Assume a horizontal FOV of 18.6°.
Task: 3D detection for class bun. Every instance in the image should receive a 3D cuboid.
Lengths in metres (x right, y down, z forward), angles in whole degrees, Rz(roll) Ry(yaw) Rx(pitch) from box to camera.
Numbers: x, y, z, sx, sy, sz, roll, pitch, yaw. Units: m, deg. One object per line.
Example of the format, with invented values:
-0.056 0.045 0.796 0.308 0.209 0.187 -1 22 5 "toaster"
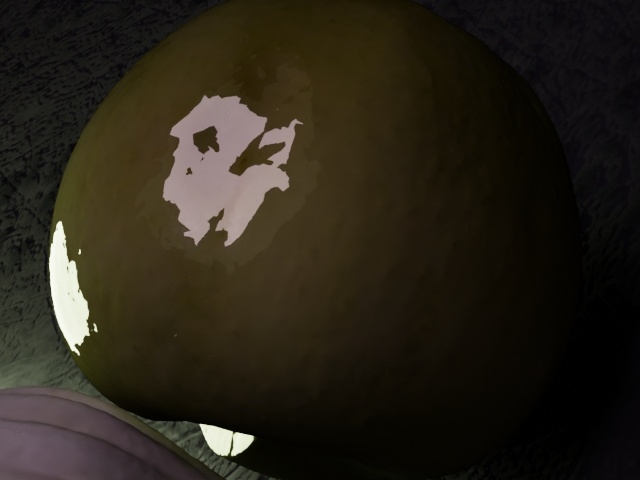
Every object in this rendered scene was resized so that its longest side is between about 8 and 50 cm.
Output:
-0.103 0.200 1.070 0.175 0.263 0.263 -7 39 4 "bun"

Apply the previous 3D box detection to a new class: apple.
0.000 0.000 1.076 0.292 0.292 0.254 2 70 53 "apple"
